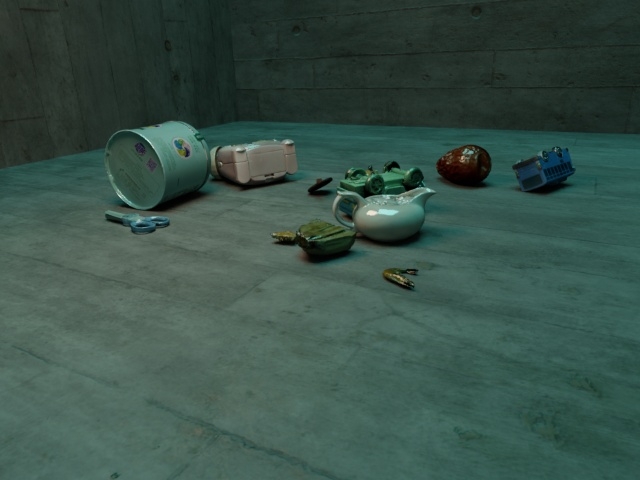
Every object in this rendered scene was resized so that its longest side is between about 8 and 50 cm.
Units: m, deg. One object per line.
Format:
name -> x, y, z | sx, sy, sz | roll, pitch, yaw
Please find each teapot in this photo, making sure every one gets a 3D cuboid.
teapot -> 0.183, -0.079, 1.371 | 0.297, 0.140, 0.204 | -6, 23, -11

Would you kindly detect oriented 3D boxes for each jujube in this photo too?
jujube -> 0.561, -0.296, 1.905 | 0.167, 0.168, 0.236 | -12, 8, -25

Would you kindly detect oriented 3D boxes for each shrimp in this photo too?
shrimp -> 0.198, 0.081, 1.107 | 0.083, 0.023, 0.114 | -10, 18, -26

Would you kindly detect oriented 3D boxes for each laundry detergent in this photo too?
laundry detergent -> -0.585, -0.291, 1.800 | 0.286, 0.288, 0.305 | 8, 23, 25

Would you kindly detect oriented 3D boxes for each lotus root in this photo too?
lotus root -> -0.001, 0.003, 1.270 | 0.143, 0.070, 0.144 | 24, 28, 39

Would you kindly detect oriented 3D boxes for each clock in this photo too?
clock -> -0.296, -0.345, 2.079 | 0.341, 0.184, 0.325 | -9, 17, -32

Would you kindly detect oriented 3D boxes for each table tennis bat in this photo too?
table tennis bat -> 0.021, -0.168, 1.808 | 0.107, 0.119, 0.170 | -28, -2, 2

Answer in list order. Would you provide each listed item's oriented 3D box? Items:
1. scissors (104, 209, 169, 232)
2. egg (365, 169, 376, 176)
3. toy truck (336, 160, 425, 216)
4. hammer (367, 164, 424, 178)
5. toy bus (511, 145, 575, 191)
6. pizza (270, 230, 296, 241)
scissors -> -0.616, -0.068, 1.573 | 0.255, 0.030, 0.125 | 12, 23, 28
egg -> 0.181, -0.226, 1.840 | 0.080, 0.080, 0.096 | 13, 30, 35
toy truck -> 0.196, -0.162, 1.558 | 0.278, 0.156, 0.155 | -12, 23, -25
hammer -> 0.304, -0.243, 1.874 | 0.297, 0.125, 0.027 | -10, -17, -42
toy bus -> 0.838, -0.265, 1.796 | 0.233, 0.134, 0.116 | -17, -5, -35
pizza -> -0.105, -0.009, 1.371 | 0.077, 0.025, 0.083 | 1, 14, -4
